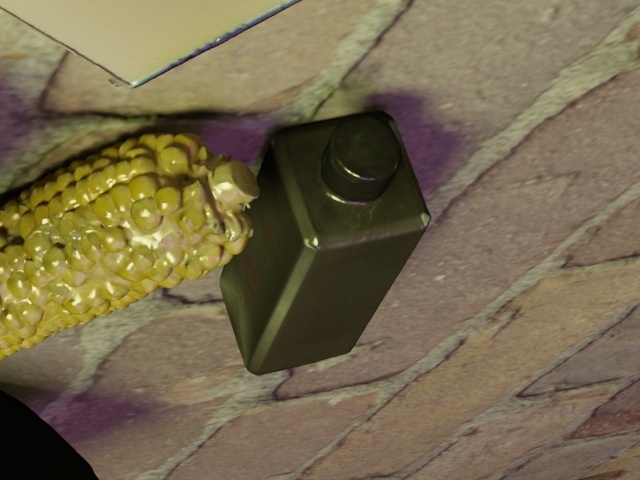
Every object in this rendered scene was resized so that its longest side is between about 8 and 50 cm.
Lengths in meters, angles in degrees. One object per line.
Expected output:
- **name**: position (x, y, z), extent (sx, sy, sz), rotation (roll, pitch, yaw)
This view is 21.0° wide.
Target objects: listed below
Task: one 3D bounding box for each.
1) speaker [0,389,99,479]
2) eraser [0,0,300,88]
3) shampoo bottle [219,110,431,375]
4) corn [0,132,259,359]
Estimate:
- **speaker**: position (-0.310, 0.144, 1.089), extent (0.180, 0.184, 0.388), rotation (-24, 170, 16)
- **eraser**: position (-0.080, -0.117, 0.749), extent (0.103, 0.023, 0.150), rotation (-26, 159, 16)
- **shampoo bottle**: position (0.000, 0.000, 1.040), extent (0.079, 0.080, 0.246), rotation (-13, 159, -18)
- **corn**: position (-0.162, 0.018, 0.939), extent (0.288, 0.087, 0.086), rotation (-25, 159, 21)
